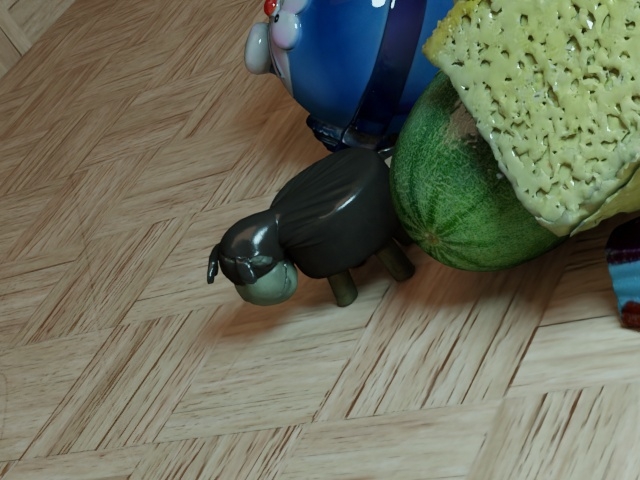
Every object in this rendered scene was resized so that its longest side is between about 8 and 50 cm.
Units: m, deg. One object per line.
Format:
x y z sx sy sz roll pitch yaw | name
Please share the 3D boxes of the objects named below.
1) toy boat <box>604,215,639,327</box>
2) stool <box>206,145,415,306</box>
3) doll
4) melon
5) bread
0.370 -0.012 1.048 0.392 0.079 0.136 -15 33 43 | toy boat
0.000 0.000 1.432 0.217 0.121 0.125 -35 26 -4 | stool
0.050 -0.232 1.673 0.310 0.240 0.284 -141 64 -79 | doll
0.182 -0.095 1.299 0.287 0.182 0.182 -40 24 -15 | melon
0.273 -0.155 1.201 0.279 0.315 0.248 -44 59 26 | bread
